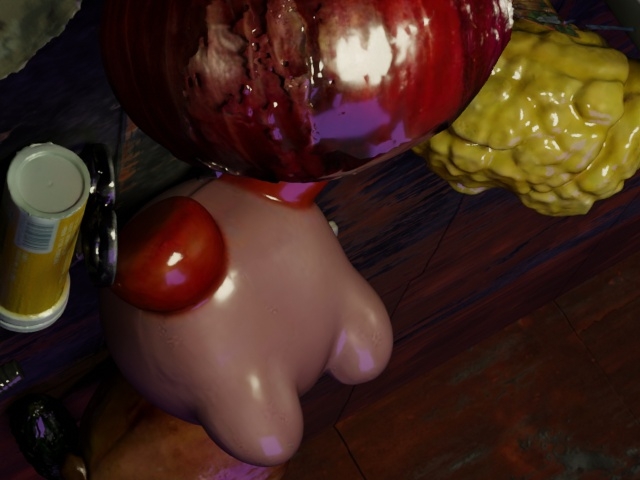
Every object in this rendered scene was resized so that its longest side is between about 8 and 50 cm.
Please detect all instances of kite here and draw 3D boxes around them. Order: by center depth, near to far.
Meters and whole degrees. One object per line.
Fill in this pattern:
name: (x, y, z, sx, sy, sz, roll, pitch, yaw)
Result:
kite: (0.151, -0.207, 1.556, 0.160, 0.010, 0.183, 2, 154, 37)

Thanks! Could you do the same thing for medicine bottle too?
medicine bottle: (-0.217, 0.000, 1.519, 0.074, 0.074, 0.218, -27, 166, -23)

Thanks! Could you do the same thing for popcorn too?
popcorn: (0.178, -0.132, 1.727, 0.226, 0.203, 0.200, -10, 144, 40)

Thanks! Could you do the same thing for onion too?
onion: (-0.012, -0.143, 1.180, 0.252, 0.219, 0.252, -1, -158, 0)

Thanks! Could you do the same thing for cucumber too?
cucumber: (-0.297, 0.227, 2.213, 0.072, 0.081, 0.303, 1, 168, 3)

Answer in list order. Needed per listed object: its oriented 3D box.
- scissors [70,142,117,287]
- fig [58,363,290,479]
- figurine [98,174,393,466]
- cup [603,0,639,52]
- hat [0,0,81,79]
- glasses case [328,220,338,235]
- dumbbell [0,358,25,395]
scissors: (-0.190, -0.004, 1.589, 0.022, 0.109, 0.300, -2, 172, -15)
fig: (-0.146, 0.202, 2.146, 0.263, 0.224, 0.224, -43, 166, 12)
figurine: (-0.087, 0.035, 1.700, 0.211, 0.261, 0.270, 9, -141, 41)
cup: (0.348, -0.210, 1.599, 0.259, 0.274, 0.357, -41, 166, 35)
hat: (-0.211, -0.160, 0.774, 0.265, 0.128, 0.265, -24, 152, -13)
glasses case: (0.000, 0.000, 2.169, 0.032, 0.021, 0.083, -30, 168, -16)
dumbbell: (-0.391, 0.195, 1.688, 0.325, 0.143, 0.143, -33, 168, 2)
